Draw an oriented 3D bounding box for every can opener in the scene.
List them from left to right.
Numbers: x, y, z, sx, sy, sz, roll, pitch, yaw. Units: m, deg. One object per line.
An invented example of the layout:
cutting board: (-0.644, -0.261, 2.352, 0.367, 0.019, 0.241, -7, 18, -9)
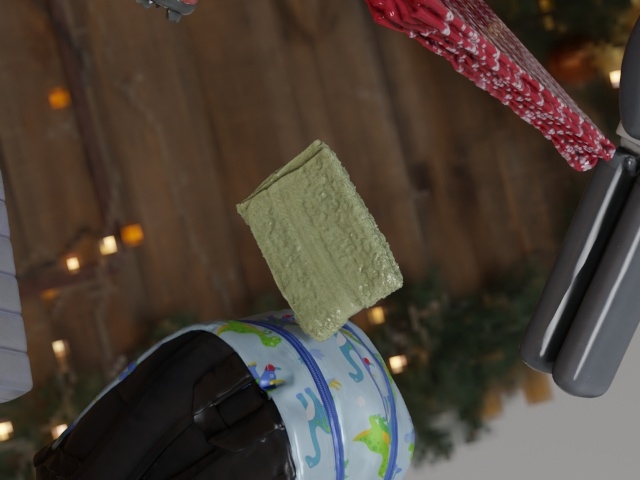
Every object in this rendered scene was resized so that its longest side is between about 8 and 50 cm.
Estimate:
can opener: (0.194, -0.035, 1.253, 0.095, 0.283, 0.076, 12, -164, -38)

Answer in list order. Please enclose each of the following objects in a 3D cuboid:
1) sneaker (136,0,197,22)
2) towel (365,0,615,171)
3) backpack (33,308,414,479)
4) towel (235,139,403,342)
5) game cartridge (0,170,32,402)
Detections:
sneaker: (-0.187, -0.369, 2.082, 0.135, 0.276, 0.098, -38, 150, 21)
towel: (0.061, -0.147, 1.121, 0.031, 0.199, 0.275, -44, 147, 12)
backpack: (-0.084, 0.208, 1.708, 0.273, 0.290, 0.355, -12, 149, -29)
towel: (0.000, 0.000, 1.600, 0.110, 0.148, 0.027, -36, 164, 25)
game cartridge: (-0.387, 0.016, 1.584, 0.068, 0.230, 0.355, -17, 161, 29)
